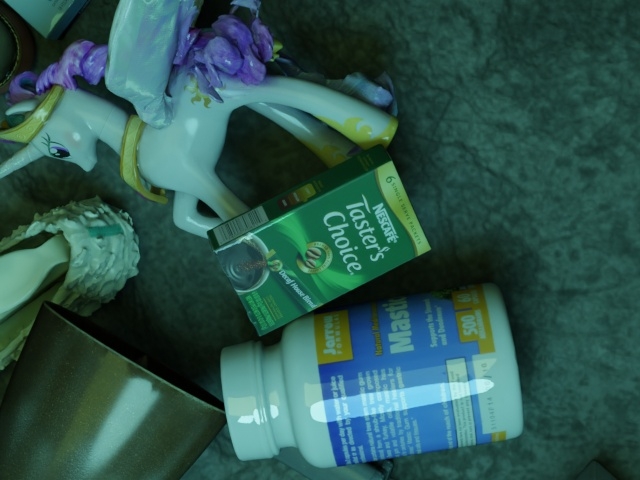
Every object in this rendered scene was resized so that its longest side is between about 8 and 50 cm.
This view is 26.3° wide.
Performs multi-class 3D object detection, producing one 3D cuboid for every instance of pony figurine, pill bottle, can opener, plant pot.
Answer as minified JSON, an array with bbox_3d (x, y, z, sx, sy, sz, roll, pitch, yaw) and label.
[{"bbox_3d":[-0.116,-0.145,1.306,0.363,0.303,0.351,26,110,-5],"label":"pony figurine"},{"bbox_3d":[0.048,0.133,1.303,0.272,0.152,0.152,-9,93,2],"label":"pill bottle"},{"bbox_3d":[0.036,0.253,1.382,0.280,0.074,0.093,33,103,9],"label":"can opener"},{"bbox_3d":[-0.234,0.211,1.329,0.215,0.215,0.230,30,86,10],"label":"plant pot"}]

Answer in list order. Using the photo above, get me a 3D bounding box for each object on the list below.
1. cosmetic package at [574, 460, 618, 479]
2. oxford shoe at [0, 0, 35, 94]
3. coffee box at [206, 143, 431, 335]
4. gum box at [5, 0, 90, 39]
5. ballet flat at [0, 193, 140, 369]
[{"bbox_3d":[0.196,0.462,1.318,0.230,0.161,0.453,41,103,7],"label":"cosmetic package"},{"bbox_3d":[-0.464,-0.273,1.428,0.348,0.130,0.123,30,101,10],"label":"oxford shoe"},{"bbox_3d":[0.000,0.000,1.264,0.184,0.040,0.113,-26,123,-2],"label":"coffee box"},{"bbox_3d":[-0.298,-0.328,1.427,0.184,0.041,0.157,43,104,8],"label":"gum box"},{"bbox_3d":[-0.374,0.082,1.440,0.409,0.147,0.147,-36,86,15],"label":"ballet flat"}]
